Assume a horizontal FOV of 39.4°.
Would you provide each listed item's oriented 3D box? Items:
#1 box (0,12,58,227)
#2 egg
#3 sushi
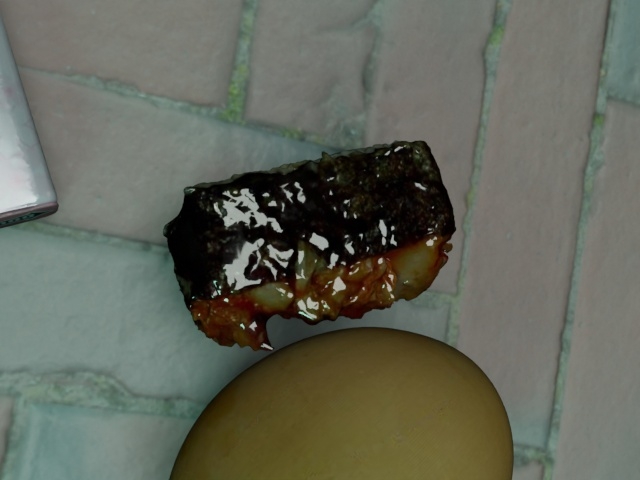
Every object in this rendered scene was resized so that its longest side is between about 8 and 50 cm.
[{"bbox_3d":[-0.403,-0.182,0.887,0.190,0.112,0.370,-18,92,-21],"label":"box"},{"bbox_3d":[0.025,0.242,0.897,0.374,0.301,0.301,-35,97,-20],"label":"egg"},{"bbox_3d":[0.000,0.000,0.972,0.343,0.196,0.182,-12,92,-25],"label":"sushi"}]
